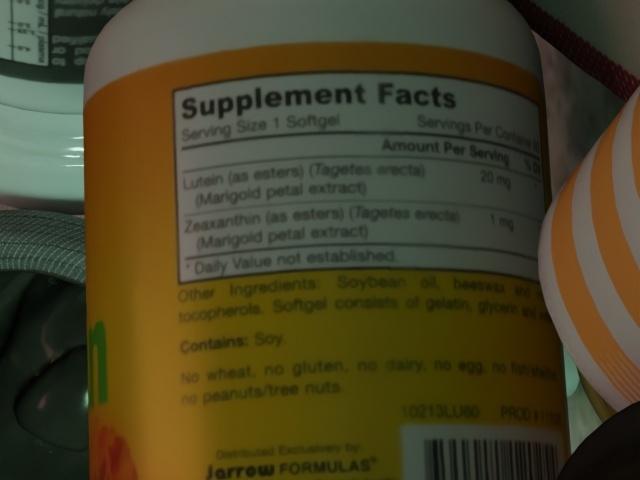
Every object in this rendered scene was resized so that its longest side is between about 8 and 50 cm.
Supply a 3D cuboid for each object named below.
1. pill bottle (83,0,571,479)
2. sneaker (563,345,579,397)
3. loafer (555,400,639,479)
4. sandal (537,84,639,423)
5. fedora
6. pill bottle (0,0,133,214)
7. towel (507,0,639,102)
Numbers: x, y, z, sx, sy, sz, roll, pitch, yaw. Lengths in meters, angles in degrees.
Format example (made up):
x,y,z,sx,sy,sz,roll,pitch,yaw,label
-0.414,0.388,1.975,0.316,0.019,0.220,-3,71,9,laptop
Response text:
x,y,z,sx,sy,sz,roll,pitch,yaw,label
0.000,0.000,0.574,0.136,0.136,0.245,136,133,-72,pill bottle
-0.013,0.039,0.759,0.256,0.151,0.094,157,102,-76,sneaker
0.105,0.072,0.349,0.220,0.080,0.078,-21,42,61,loafer
0.092,0.023,0.452,0.102,0.076,0.265,53,161,15,sandal
-0.148,0.106,1.011,0.275,0.244,0.124,-63,-2,15,fedora
-0.110,-0.189,0.879,0.363,0.210,0.210,100,157,-50,pill bottle
0.080,-0.198,0.502,0.237,0.037,0.329,-127,30,-58,towel
